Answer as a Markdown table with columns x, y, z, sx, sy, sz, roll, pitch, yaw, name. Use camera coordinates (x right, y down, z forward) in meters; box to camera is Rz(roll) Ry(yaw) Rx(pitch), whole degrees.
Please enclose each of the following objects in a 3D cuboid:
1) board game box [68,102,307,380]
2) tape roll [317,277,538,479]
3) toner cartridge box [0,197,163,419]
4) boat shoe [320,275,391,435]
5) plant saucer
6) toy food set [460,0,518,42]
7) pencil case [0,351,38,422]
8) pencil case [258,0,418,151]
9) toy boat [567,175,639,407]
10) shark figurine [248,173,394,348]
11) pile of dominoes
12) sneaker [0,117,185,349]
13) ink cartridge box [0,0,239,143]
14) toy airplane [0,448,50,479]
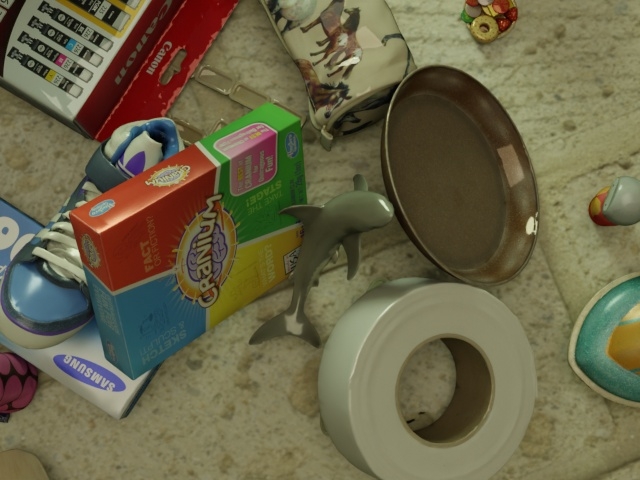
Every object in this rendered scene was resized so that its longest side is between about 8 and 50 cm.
| x | y | z | sx | sy | sz | roll | pitch | yaw | name |
| --- | --- | --- | --- | --- | --- | --- | --- | --- | --- |
| -0.151 | -0.001 | 1.448 | 0.316 | 0.242 | 0.064 | -34 | 47 | -31 | board game box |
| 0.144 | 0.191 | 1.505 | 0.286 | 0.100 | 0.286 | -1 | 92 | -24 | tape roll |
| -0.372 | 0.084 | 1.568 | 0.348 | 0.075 | 0.165 | 32 | 85 | 2 | toner cartridge box |
| 0.070 | 0.170 | 1.569 | 0.079 | 0.084 | 0.233 | 25 | 89 | -24 | boat shoe |
| 0.183 | -0.084 | 1.535 | 0.311 | 0.050 | 0.310 | 18 | 62 | -38 | plant saucer |
| 0.245 | -0.332 | 1.651 | 0.083 | 0.020 | 0.082 | -28 | 86 | -3 | toy food set |
| -0.453 | 0.189 | 1.488 | 0.098 | 0.209 | 0.095 | -4 | 79 | 9 | pencil case |
| -0.014 | -0.338 | 1.576 | 0.184 | 0.160 | 0.410 | -27 | 85 | 1 | pencil case |
| 0.447 | 0.070 | 1.552 | 0.268 | 0.148 | 0.318 | -20 | 85 | -3 | toy boat |
| -0.014 | 0.005 | 1.506 | 0.116 | 0.166 | 0.278 | 17 | 125 | -26 | shark figurine |
| -0.156 | -0.138 | 1.626 | 0.251 | 0.040 | 0.196 | 28 | 85 | 10 | pile of dominoes |
| -0.281 | -0.035 | 1.434 | 0.130 | 0.236 | 0.323 | 33 | 40 | 2 | sneaker |
| -0.300 | -0.311 | 1.576 | 0.272 | 0.130 | 0.309 | 31 | 84 | 5 | ink cartridge box |
| -0.334 | 0.504 | 1.462 | 0.384 | 0.272 | 0.386 | 29 | 48 | -9 | toy airplane |
